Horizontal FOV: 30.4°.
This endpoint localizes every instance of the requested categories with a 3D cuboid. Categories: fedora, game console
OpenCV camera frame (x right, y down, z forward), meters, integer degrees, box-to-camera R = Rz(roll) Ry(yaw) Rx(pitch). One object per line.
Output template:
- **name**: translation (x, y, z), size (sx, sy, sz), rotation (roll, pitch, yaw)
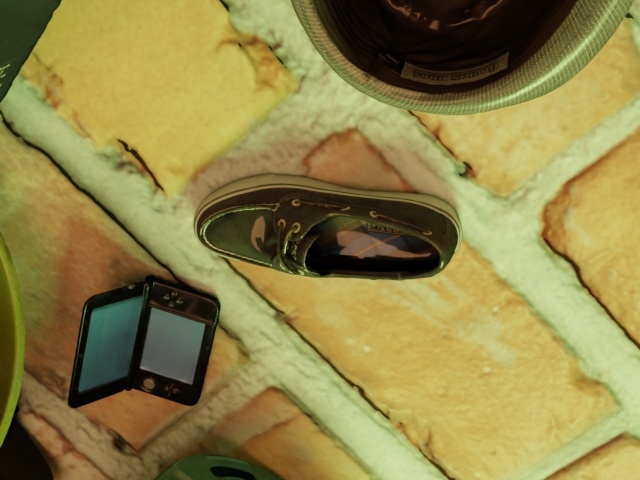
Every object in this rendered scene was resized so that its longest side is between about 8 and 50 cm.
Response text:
- **fedora**: translation (0.101, -0.222, 0.808), size (0.243, 0.124, 0.275), rotation (25, 127, 2)
- **game console**: translation (-0.157, 0.102, 1.053), size (0.107, 0.071, 0.122), rotation (18, 118, 4)

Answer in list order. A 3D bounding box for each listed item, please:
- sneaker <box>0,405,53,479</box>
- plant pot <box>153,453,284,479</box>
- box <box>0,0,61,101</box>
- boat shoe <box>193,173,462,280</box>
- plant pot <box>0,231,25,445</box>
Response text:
- **sneaker**: translation (-0.312, 0.159, 1.108), size (0.118, 0.083, 0.222), rotation (-36, 103, 24)
- **plant pot**: translation (-0.135, 0.396, 1.066), size (0.341, 0.341, 0.334), rotation (37, 110, -7)
- **box**: translation (-0.330, -0.217, 0.762), size (0.296, 0.182, 0.294), rotation (58, 144, 2)
- **boat shoe**: translation (0.000, 0.000, 0.967), size (0.228, 0.076, 0.080), rotation (6, 117, 9)
- **plant pot**: translation (-0.500, 0.095, 0.974), size (0.353, 0.366, 0.367), rotation (-15, 113, 40)
